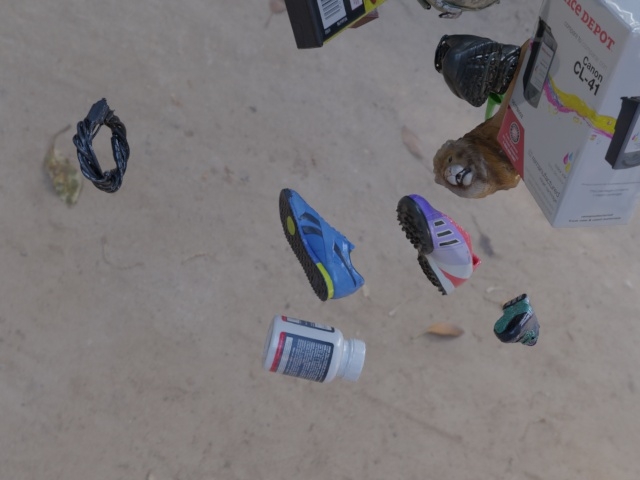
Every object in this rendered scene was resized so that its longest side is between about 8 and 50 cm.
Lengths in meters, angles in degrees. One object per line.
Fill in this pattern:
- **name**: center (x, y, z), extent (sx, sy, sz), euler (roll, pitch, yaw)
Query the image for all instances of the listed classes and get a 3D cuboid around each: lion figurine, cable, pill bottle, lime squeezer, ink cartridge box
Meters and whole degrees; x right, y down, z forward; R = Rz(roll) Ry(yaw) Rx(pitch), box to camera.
- **lion figurine**: center (0.376, -0.240, 1.411), extent (0.240, 0.392, 0.142), euler (30, 8, 32)
- **cable**: center (-0.397, -0.160, 1.405), extent (0.047, 0.151, 0.185), euler (-4, 43, 6)
- **pill bottle**: center (-0.013, 0.211, 1.459), extent (0.180, 0.108, 0.108), euler (14, 55, -8)
- **lime squeezer**: center (0.370, -0.325, 1.541), extent (0.058, 0.310, 0.110), euler (33, 50, 6)
- **ink cartridge box**: center (0.373, -0.201, 1.059), extent (0.131, 0.306, 0.226), euler (-4, 43, -11)

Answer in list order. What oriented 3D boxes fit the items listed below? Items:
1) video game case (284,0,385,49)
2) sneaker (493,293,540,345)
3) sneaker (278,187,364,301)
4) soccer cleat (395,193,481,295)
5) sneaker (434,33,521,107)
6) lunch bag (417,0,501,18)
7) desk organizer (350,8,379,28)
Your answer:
- **video game case**: center (0.014, -0.377, 0.824), extent (0.248, 0.035, 0.275), euler (-46, 129, -44)
- **sneaker**: center (0.423, 0.184, 1.603), extent (0.098, 0.083, 0.223), euler (58, 25, -1)
- **sneaker**: center (0.000, 0.000, 1.242), extent (0.082, 0.069, 0.209), euler (-18, 64, -22)
- **soccer cleat**: center (0.243, -0.008, 1.567), extent (0.116, 0.318, 0.109), euler (-36, 49, -2)
- **sneaker**: center (0.240, -0.293, 1.284), extent (0.130, 0.109, 0.286), euler (25, 19, 19)
- **lunch bag**: center (0.328, -0.620, 1.561), extent (0.212, 0.305, 0.256), euler (42, 43, 10)
- **desk organizer**: center (0.062, -0.455, 1.418), extent (0.050, 0.047, 0.130), euler (-6, 76, -30)
